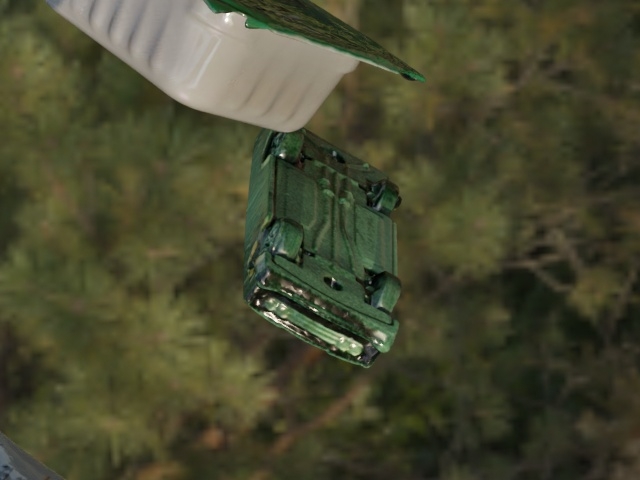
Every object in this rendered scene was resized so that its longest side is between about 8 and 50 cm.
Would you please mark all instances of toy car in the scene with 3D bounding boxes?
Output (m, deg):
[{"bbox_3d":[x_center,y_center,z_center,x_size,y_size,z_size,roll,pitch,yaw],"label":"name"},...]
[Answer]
[{"bbox_3d":[0.000,0.000,1.635,0.097,0.141,0.321,-55,15,24],"label":"toy car"}]

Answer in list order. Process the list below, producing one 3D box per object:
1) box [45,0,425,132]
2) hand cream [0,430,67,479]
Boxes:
[{"bbox_3d":[-0.112,-0.194,1.625,0.336,0.264,0.106,38,107,38],"label":"box"},{"bbox_3d":[-0.150,0.244,1.269,0.140,0.314,0.089,-56,-8,-28],"label":"hand cream"}]
